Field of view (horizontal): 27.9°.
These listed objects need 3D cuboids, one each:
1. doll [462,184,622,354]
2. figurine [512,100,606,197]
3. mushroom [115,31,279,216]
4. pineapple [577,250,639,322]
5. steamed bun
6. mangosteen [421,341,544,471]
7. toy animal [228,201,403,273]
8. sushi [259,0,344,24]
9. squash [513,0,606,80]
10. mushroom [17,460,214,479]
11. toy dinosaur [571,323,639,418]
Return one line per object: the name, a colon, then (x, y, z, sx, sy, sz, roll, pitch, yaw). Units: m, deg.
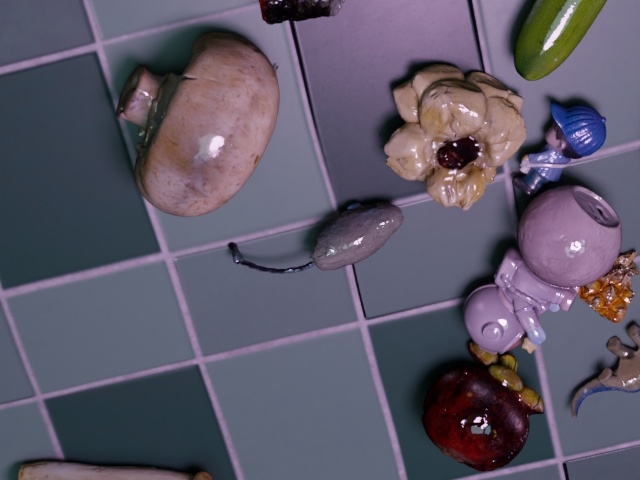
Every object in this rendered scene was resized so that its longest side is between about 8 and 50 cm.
doll: (0.299, 0.052, 1.817, 0.151, 0.151, 0.287, 27, 123, -14)
figurine: (0.328, -0.124, 1.781, 0.086, 0.087, 0.149, 8, 122, -48)
mushroom: (-0.165, -0.146, 1.683, 0.195, 0.189, 0.254, 25, 108, -16)
pineapple: (0.424, 0.061, 1.884, 0.114, 0.114, 0.077, -40, 149, -3)
steamed bun: (0.177, -0.143, 1.746, 0.192, 0.106, 0.178, 28, 109, -13)
mangosteen: (0.242, 0.248, 1.910, 0.166, 0.166, 0.180, 37, 83, -18)
toy animal: (-0.001, 0.009, 1.822, 0.252, 0.079, 0.070, -19, 120, 7)
sushi: (-0.033, -0.388, 1.609, 0.126, 0.136, 0.225, -10, 108, -1)
squash: (0.341, -0.338, 1.678, 0.082, 0.082, 0.293, 26, 109, -14)
mushroom: (-0.310, 0.389, 1.983, 0.312, 0.081, 0.100, 3, 111, 0)
toy dinosaur: (0.510, 0.214, 1.947, 0.188, 0.075, 0.247, 38, 110, -20)
